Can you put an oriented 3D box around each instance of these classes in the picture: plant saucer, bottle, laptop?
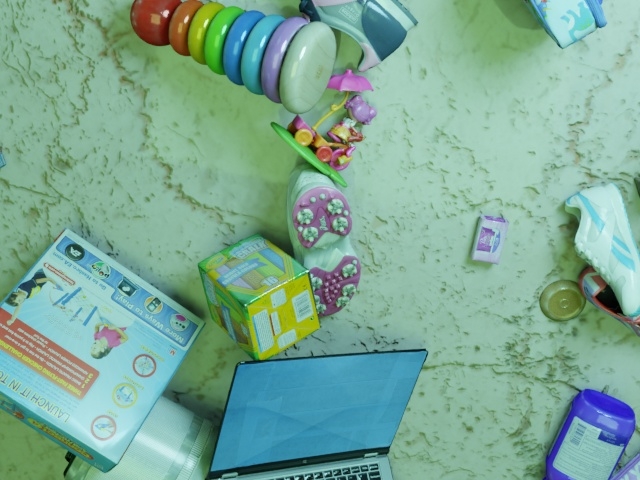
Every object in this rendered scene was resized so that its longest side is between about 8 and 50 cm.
[{"bbox_3d":[0.440,0.112,1.368,0.083,0.015,0.083,1,111,4],"label":"plant saucer"},{"bbox_3d":[0.491,0.424,1.435,0.118,0.092,0.283,21,111,14],"label":"bottle"},{"bbox_3d":[0.020,0.428,1.316,0.381,0.408,0.236,1,155,-28],"label":"laptop"}]

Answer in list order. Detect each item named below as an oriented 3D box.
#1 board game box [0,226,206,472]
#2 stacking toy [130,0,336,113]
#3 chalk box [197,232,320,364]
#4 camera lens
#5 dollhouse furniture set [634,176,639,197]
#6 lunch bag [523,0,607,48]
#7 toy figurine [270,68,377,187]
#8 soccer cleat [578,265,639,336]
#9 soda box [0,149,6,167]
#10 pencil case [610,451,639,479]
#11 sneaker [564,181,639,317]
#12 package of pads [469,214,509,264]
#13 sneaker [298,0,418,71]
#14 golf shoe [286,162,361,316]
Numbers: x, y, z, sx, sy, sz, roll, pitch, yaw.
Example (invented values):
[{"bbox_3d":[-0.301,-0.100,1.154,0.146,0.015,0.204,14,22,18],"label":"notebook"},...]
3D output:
[{"bbox_3d":[-0.405,0.184,1.306,0.308,0.302,0.086,36,142,-9],"label":"board game box"},{"bbox_3d":[-0.148,-0.312,1.177,0.330,0.141,0.141,23,112,17],"label":"stacking toy"},{"bbox_3d":[-0.120,0.085,1.304,0.132,0.213,0.132,-29,127,-25],"label":"chalk box"},{"bbox_3d":[-0.321,0.407,1.424,0.274,0.219,0.219,30,109,-7],"label":"camera lens"},{"bbox_3d":[0.650,-0.125,1.201,0.262,0.135,0.259,-21,107,11],"label":"dollhouse furniture set"},{"bbox_3d":[0.331,-0.371,1.090,0.090,0.219,0.176,-29,105,20],"label":"lunch bag"},{"bbox_3d":[0.033,-0.195,1.244,0.173,0.130,0.159,37,100,-29],"label":"toy figurine"},{"bbox_3d":[0.559,0.129,1.323,0.248,0.095,0.083,33,112,-6],"label":"soccer cleat"},{"bbox_3d":[-0.611,-0.203,1.305,0.062,0.058,0.183,-11,110,8],"label":"soda box"},{"bbox_3d":[0.604,0.459,1.447,0.088,0.086,0.206,31,110,-15],"label":"pencil case"},{"bbox_3d":[0.475,0.021,1.258,0.092,0.087,0.229,-15,68,14],"label":"sneaker"},{"bbox_3d":[0.296,-0.001,1.328,0.050,0.032,0.083,9,111,-1],"label":"package of pads"},{"bbox_3d":[-0.008,-0.389,1.165,0.319,0.112,0.131,37,107,-8],"label":"sneaker"},{"bbox_3d":[0.000,0.000,1.317,0.115,0.140,0.306,-12,132,-11],"label":"golf shoe"}]
